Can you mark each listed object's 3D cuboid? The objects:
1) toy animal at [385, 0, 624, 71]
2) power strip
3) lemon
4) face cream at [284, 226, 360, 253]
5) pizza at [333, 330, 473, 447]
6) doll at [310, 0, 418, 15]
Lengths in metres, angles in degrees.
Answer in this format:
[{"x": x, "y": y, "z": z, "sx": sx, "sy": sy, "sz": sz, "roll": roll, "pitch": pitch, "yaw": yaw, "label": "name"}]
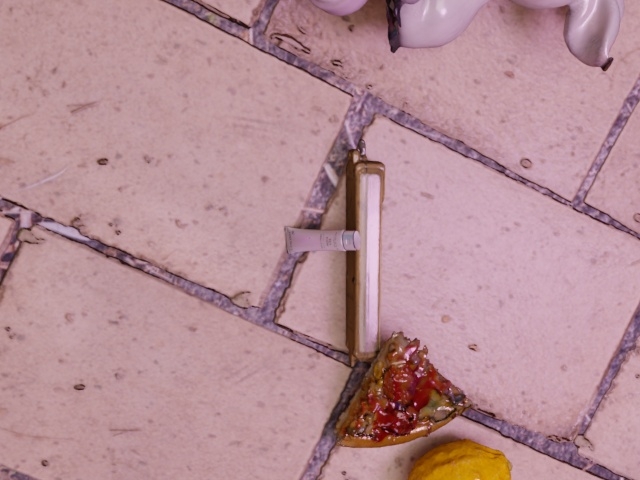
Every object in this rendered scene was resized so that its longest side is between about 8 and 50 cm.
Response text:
[{"x": 0.219, "y": -0.325, "z": 0.922, "sx": 0.310, "sy": 0.182, "sz": 0.247, "roll": -11, "pitch": 130, "yaw": 3, "label": "toy animal"}, {"x": 0.059, "y": 0.019, "z": 1.033, "sx": 0.044, "sy": 0.064, "sz": 0.305, "roll": -2, "pitch": 98, "yaw": -10, "label": "power strip"}, {"x": 0.191, "y": 0.335, "z": 1.067, "sx": 0.155, "sy": 0.114, "sz": 0.114, "roll": -23, "pitch": 100, "yaw": -6, "label": "lemon"}, {"x": 0.000, "y": 0.000, "z": 1.018, "sx": 0.115, "sy": 0.020, "sz": 0.038, "roll": 1, "pitch": 102, "yaw": 35, "label": "face cream"}, {"x": 0.104, "y": 0.210, "z": 1.036, "sx": 0.201, "sy": 0.053, "sz": 0.193, "roll": -19, "pitch": 126, "yaw": -3, "label": "pizza"}, {"x": -0.022, "y": -0.371, "z": 0.860, "sx": 0.365, "sy": 0.094, "sz": 0.160, "roll": 43, "pitch": 105, "yaw": 20, "label": "doll"}]
